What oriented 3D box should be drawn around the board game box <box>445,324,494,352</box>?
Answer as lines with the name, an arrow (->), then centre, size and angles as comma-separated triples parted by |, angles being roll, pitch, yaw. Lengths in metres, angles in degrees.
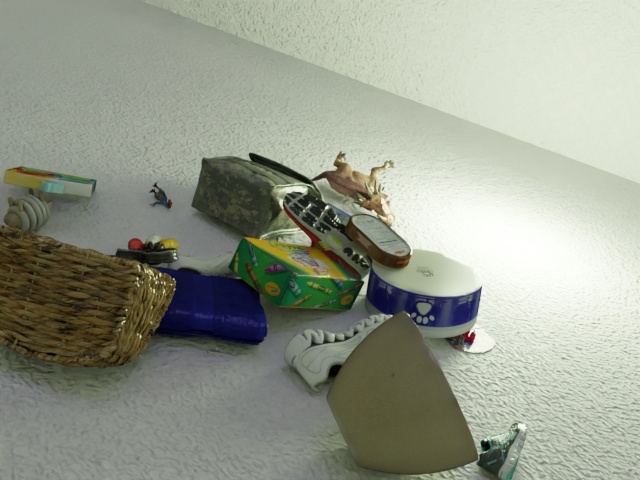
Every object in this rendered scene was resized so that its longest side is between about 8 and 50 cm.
board game box -> 0.334, 0.201, 2.003 | 0.133, 0.033, 0.169 | -2, 31, -33

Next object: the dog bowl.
dog bowl -> 0.240, 0.118, 1.988 | 0.264, 0.104, 0.265 | 5, 23, -2

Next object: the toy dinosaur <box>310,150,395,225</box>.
toy dinosaur -> 0.098, -0.161, 2.503 | 0.295, 0.127, 0.200 | 15, 32, 11

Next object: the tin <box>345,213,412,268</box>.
tin -> 0.136, -0.002, 2.010 | 0.106, 0.040, 0.189 | -12, 42, -37

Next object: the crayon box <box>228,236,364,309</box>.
crayon box -> -0.049, 0.077, 1.893 | 0.165, 0.081, 0.278 | 34, 14, 32

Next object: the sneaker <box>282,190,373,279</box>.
sneaker -> 0.000, 0.000, 2.074 | 0.279, 0.118, 0.107 | 45, 42, 9

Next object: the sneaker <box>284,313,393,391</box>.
sneaker -> 0.074, 0.231, 1.725 | 0.292, 0.110, 0.118 | -11, 44, -30

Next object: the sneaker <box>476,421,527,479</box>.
sneaker -> 0.340, 0.385, 1.607 | 0.076, 0.065, 0.166 | 20, 24, 17

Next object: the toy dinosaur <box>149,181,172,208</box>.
toy dinosaur -> -0.403, -0.113, 2.201 | 0.082, 0.047, 0.090 | 44, 22, 13

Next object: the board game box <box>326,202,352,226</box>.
board game box -> 0.110, 0.004, 2.159 | 0.194, 0.060, 0.194 | 29, -9, 32

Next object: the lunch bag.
lunch bag -> -0.146, -0.123, 2.229 | 0.235, 0.169, 0.287 | 26, 19, 27

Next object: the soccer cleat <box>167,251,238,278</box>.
soccer cleat -> -0.242, 0.068, 1.906 | 0.196, 0.068, 0.076 | 0, 34, -16

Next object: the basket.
basket -> -0.448, 0.118, 1.559 | 0.299, 0.214, 0.223 | 15, -7, 10

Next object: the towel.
towel -> -0.268, 0.134, 1.751 | 0.308, 0.076, 0.228 | 10, 19, -12

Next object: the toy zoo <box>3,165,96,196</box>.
toy zoo -> -0.630, -0.139, 2.008 | 0.192, 0.030, 0.293 | 10, 5, -12

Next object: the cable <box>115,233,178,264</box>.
cable -> -0.368, 0.016, 1.810 | 0.139, 0.072, 0.287 | 1, -3, -11

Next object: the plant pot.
plant pot -> 0.122, 0.291, 1.483 | 0.190, 0.284, 0.284 | -26, 35, -3

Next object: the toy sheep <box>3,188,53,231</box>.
toy sheep -> -0.646, -0.064, 1.901 | 0.091, 0.091, 0.132 | 29, 37, 25
